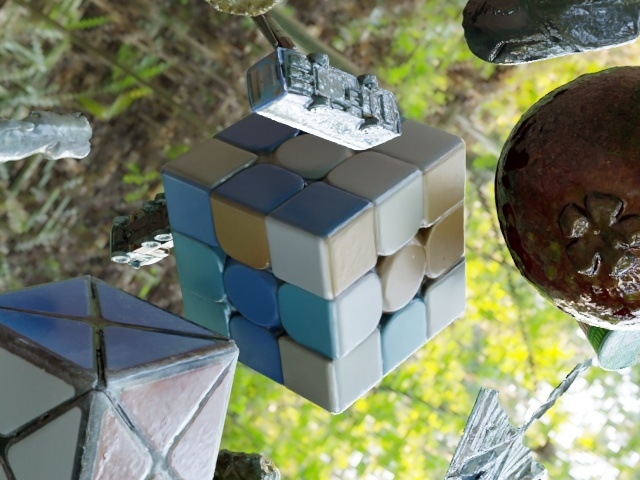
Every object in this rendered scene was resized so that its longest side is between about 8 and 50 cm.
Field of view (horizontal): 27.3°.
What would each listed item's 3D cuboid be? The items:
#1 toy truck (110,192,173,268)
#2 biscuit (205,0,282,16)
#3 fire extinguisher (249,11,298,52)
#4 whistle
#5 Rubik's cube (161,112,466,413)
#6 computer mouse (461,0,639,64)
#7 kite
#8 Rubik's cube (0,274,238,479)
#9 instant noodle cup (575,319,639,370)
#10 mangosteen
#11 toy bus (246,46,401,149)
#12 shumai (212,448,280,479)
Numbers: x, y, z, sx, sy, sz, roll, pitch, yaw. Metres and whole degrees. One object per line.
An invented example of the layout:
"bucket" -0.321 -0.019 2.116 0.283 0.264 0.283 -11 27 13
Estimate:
"toy truck" -0.264 -0.010 2.195 0.177 0.115 0.080 -21 -118 40
"biscuit" -0.111 -0.369 1.572 0.033 0.220 0.220 -42 172 -42
"fire extinguisher" -0.069 -0.305 1.953 0.035 0.173 0.049 -27 136 -8
"whistle" -0.437 -0.131 1.617 0.346 0.134 0.142 -6 145 -45
"Rubik's cube" 0.000 0.000 2.082 0.347 0.346 0.344 -36 134 -38
"computer mouse" 0.276 -0.275 1.561 0.217 0.122 0.073 -12 177 3
"kite" 0.228 0.252 1.608 0.314 0.011 0.335 -46 147 -8
"Rubik's cube" -0.279 0.208 1.517 0.259 0.260 0.255 -8 116 -55
"instant noodle cup" 0.495 0.072 2.258 0.207 0.233 0.207 -22 143 -18
"mangosteen" 0.261 -0.046 1.080 0.215 0.215 0.257 -54 171 35
"toy bus" 0.005 -0.119 1.122 0.061 0.153 0.051 -21 -114 35
"shumai" -0.181 0.425 2.100 0.256 0.218 0.189 115 -2 -53
